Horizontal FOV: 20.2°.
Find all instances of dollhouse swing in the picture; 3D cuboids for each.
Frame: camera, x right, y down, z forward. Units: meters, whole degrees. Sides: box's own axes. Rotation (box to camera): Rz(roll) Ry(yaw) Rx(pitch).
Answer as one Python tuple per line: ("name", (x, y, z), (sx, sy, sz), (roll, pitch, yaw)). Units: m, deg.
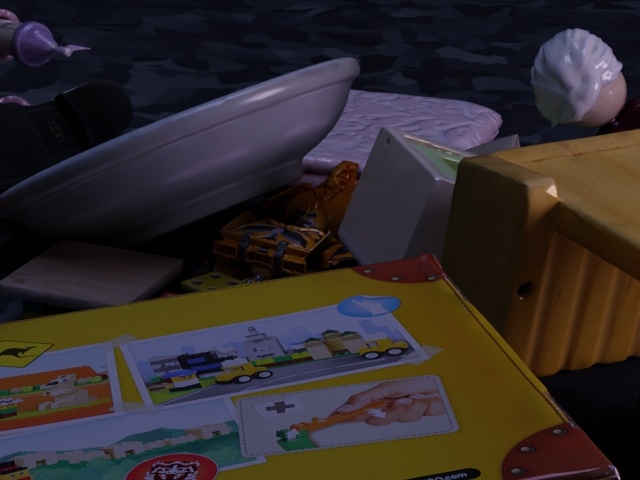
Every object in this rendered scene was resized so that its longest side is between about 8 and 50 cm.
("dollhouse swing", (0.322, 0.055, 1.476), (0.347, 0.315, 0.305), (-9, 37, -23))

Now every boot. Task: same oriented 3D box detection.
("boot", (-0.333, -0.079, 1.910), (0.263, 0.091, 0.229), (-18, -6, -32))

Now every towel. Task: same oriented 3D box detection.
("towel", (0.038, -0.120, 2.191), (0.317, 0.053, 0.332), (7, 21, 15))

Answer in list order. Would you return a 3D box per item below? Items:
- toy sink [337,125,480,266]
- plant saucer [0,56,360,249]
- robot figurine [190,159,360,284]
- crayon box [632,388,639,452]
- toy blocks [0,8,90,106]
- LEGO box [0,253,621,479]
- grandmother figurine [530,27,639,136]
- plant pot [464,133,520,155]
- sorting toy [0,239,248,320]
("toy sink", (0.161, -0.004, 1.688), (0.234, 0.131, 0.153), (17, 16, -22))
("plant saucer", (-0.133, -0.070, 1.846), (0.400, 0.100, 0.400), (-21, 1, 0))
("robot figurine", (0.000, 0.000, 1.822), (0.211, 0.085, 0.291), (13, 23, 28))
("crayon box", (0.448, 0.149, 1.489), (0.318, 0.081, 0.202), (-8, 23, -28))
("toy blocks", (-0.456, -0.235, 2.071), (0.289, 0.309, 0.260), (-14, 20, -37))
("LEGO box", (-0.115, 0.185, 1.059), (0.500, 0.193, 0.372), (-9, 19, -9))
("grandmother figurine", (0.324, -0.064, 1.718), (0.208, 0.342, 0.104), (-45, 16, 0))
("plant pot", (0.169, -0.043, 1.944), (0.096, 0.109, 0.109), (-7, 19, 14))
("sorting toy", (-0.209, 0.051, 1.716), (0.274, 0.046, 0.132), (9, 22, 18))
